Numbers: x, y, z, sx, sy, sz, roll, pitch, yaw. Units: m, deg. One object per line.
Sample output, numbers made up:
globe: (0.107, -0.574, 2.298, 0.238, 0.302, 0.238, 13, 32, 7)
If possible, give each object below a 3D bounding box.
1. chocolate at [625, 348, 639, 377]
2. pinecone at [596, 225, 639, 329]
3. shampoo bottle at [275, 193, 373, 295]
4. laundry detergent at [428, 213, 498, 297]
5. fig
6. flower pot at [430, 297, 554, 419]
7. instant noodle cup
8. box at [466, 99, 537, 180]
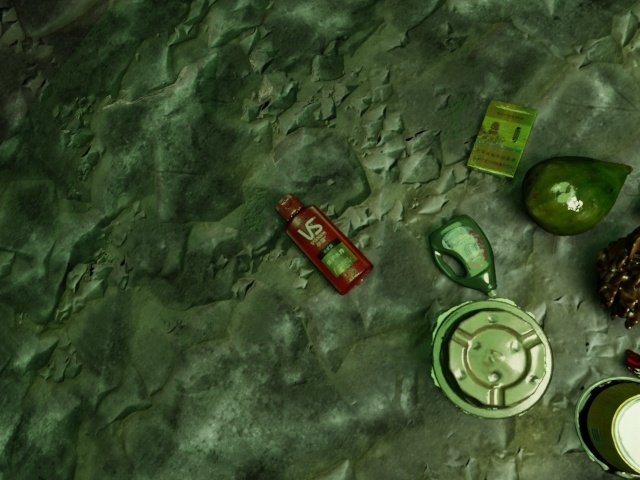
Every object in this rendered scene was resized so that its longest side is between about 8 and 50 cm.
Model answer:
chocolate: (0.747, 0.293, 1.108, 0.183, 0.086, 0.028, 25, 120, 23)
pinecone: (0.692, 0.083, 1.098, 0.203, 0.228, 0.201, -24, 57, -13)
shampoo bottle: (0.000, 0.000, 1.394, 0.118, 0.076, 0.314, -44, 69, 5)
laundry detergent: (0.364, 0.051, 1.284, 0.137, 0.063, 0.210, -29, 73, 9)
fig: (0.590, -0.122, 1.191, 0.245, 0.195, 0.195, -32, 70, 16)
flower pot: (0.369, 0.255, 1.128, 0.291, 0.259, 0.290, -3, 78, 16)
instant noodle cup: (0.636, 0.379, 1.034, 0.216, 0.236, 0.215, -5, 75, 18)
box: (0.469, -0.261, 1.344, 0.121, 0.030, 0.193, 20, 83, 20)
